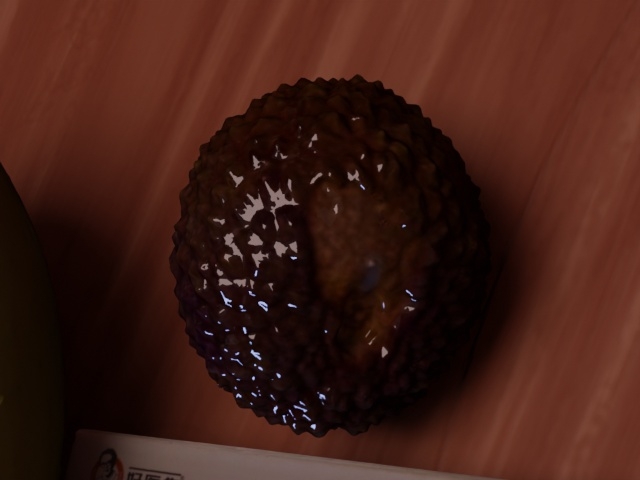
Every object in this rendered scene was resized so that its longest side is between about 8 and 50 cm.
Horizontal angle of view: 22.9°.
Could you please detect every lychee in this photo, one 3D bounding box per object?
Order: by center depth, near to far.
[{"bbox_3d":[0.000,0.000,0.864,0.188,0.188,0.188,-13,65,30],"label":"lychee"}]

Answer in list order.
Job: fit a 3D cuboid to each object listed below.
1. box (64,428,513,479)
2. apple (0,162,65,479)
[{"bbox_3d":[-0.011,0.225,0.851,0.353,0.069,0.214,2,74,33],"label":"box"},{"bbox_3d":[-0.369,0.105,0.916,0.474,0.474,0.473,-13,65,30],"label":"apple"}]
